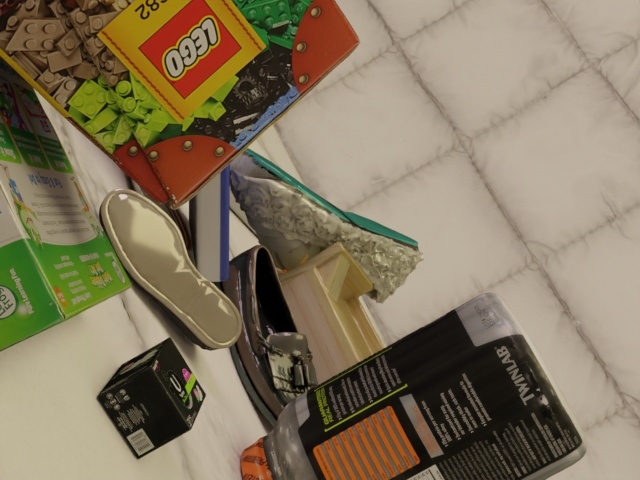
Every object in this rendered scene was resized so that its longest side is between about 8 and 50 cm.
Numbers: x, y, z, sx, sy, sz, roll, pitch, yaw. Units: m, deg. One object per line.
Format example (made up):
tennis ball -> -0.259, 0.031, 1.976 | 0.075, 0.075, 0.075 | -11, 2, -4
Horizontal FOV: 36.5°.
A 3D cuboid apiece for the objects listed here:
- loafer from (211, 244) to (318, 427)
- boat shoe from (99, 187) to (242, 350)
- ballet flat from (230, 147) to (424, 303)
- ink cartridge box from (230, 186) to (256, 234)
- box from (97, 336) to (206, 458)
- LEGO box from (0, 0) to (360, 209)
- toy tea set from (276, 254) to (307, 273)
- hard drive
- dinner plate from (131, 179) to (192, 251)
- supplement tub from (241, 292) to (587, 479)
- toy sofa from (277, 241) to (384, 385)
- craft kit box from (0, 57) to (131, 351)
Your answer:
loafer -> -0.061, 0.119, 1.208 | 0.096, 0.084, 0.267 | 19, 34, -49
boat shoe -> -0.168, 0.036, 1.015 | 0.065, 0.075, 0.206 | -13, -59, 51
ballet flat -> 0.000, 0.000, 1.389 | 0.409, 0.147, 0.147 | 27, 28, -44
ink cartridge box -> -0.167, -0.131, 1.769 | 0.176, 0.069, 0.371 | 63, 4, 31
box -> -0.134, 0.125, 0.782 | 0.062, 0.052, 0.083 | 59, 7, -8
LEGO box -> -0.241, -0.306, 0.737 | 0.500, 0.193, 0.372 | 48, -1, 43
toy tea set -> -0.042, 0.104, 1.588 | 0.336, 0.124, 0.200 | -5, 94, -87
hard drive -> -0.142, -0.136, 1.220 | 0.210, 0.040, 0.319 | -115, -155, -65
dinner plate -> -0.204, -0.044, 1.210 | 0.141, 0.017, 0.141 | 59, 6, -11
supplement tub -> 0.090, 0.206, 0.991 | 0.193, 0.316, 0.193 | 60, 6, -10
toy sofa -> 0.041, 0.202, 1.282 | 0.362, 0.177, 0.150 | 63, 7, 31
craft kit box -> -0.225, -0.057, 0.679 | 0.247, 0.061, 0.250 | 62, -1, -2
